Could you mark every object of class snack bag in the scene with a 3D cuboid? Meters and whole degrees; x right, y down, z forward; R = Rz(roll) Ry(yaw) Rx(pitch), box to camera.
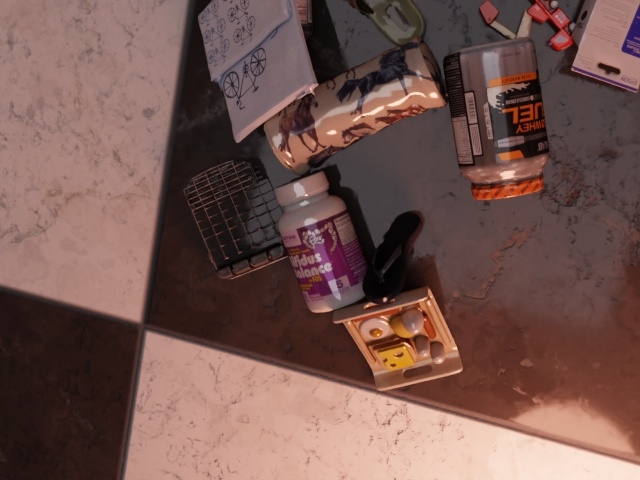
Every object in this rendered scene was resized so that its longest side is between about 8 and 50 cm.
[{"bbox_3d":[-0.148,-0.415,1.572,0.323,0.037,0.343,-24,76,48],"label":"snack bag"}]

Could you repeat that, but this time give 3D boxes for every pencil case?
[{"bbox_3d":[0.085,-0.294,1.615,0.410,0.183,0.160,-24,66,14],"label":"pencil case"}]

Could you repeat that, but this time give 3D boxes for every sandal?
[{"bbox_3d":[0.110,-0.540,1.572,0.302,0.086,0.120,39,117,-10],"label":"sandal"},{"bbox_3d":[0.154,0.033,1.635,0.097,0.255,0.054,-2,139,34],"label":"sandal"}]

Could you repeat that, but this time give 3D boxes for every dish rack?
[{"bbox_3d":[-0.205,-0.052,1.768,0.208,0.074,0.272,-21,95,13],"label":"dish rack"}]

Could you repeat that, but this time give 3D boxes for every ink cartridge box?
[{"bbox_3d":[0.632,-0.488,1.491,0.165,0.065,0.333,16,103,-12],"label":"ink cartridge box"}]

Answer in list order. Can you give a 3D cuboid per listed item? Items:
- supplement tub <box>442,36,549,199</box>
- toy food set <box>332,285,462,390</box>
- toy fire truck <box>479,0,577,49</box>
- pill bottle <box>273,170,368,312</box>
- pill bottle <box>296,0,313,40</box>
[{"bbox_3d":[0.376,-0.255,1.544,0.193,0.193,0.316,-9,100,13],"label":"supplement tub"},{"bbox_3d":[0.183,0.237,1.672,0.219,0.092,0.306,-17,133,14],"label":"toy food set"},{"bbox_3d":[0.448,-0.469,1.562,0.135,0.047,0.192,-40,92,16],"label":"toy fire truck"},{"bbox_3d":[0.000,0.000,1.684,0.169,0.169,0.302,-19,97,14],"label":"pill bottle"},{"bbox_3d":[-0.083,-0.523,1.616,0.130,0.130,0.246,1,101,11],"label":"pill bottle"}]
